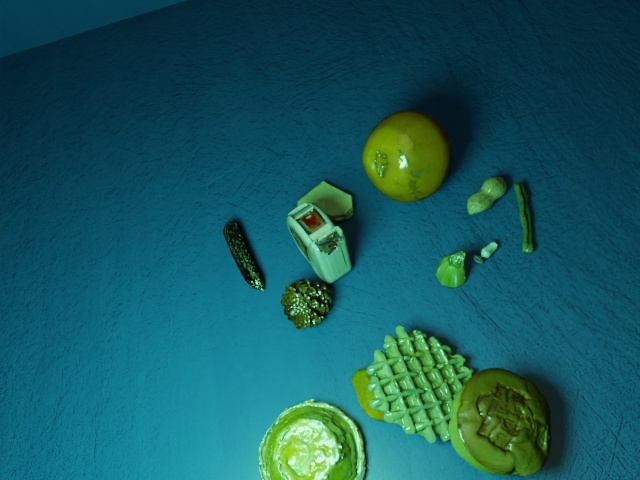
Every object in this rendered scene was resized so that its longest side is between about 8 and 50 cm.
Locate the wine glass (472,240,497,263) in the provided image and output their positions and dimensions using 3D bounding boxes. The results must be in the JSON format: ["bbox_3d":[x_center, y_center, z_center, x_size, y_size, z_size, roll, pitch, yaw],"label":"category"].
[{"bbox_3d":[0.534,0.037,1.773,0.083,0.042,0.039,-40,97,-16],"label":"wine glass"}]

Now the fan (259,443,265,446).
[{"bbox_3d":[-0.089,0.556,1.594,0.193,0.016,0.038,-33,64,-8],"label":"fan"}]

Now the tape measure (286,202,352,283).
[{"bbox_3d":[0.000,0.000,1.774,0.130,0.258,0.265,-34,58,-7],"label":"tape measure"}]

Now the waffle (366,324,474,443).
[{"bbox_3d":[0.282,0.398,1.531,0.309,0.056,0.292,31,58,3],"label":"waffle"}]

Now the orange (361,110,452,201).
[{"bbox_3d":[0.297,-0.283,1.862,0.312,0.312,0.312,-5,58,9],"label":"orange"}]

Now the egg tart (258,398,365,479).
[{"bbox_3d":[-0.028,0.589,1.495,0.315,0.120,0.315,-4,63,8],"label":"egg tart"}]

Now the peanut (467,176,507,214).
[{"bbox_3d":[0.560,-0.152,1.855,0.187,0.082,0.082,-41,60,-15],"label":"peanut"}]

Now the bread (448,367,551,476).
[{"bbox_3d":[0.461,0.473,1.419,0.270,0.148,0.269,5,62,-10],"label":"bread"}]

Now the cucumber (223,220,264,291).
[{"bbox_3d":[-0.263,0.059,1.905,0.072,0.072,0.300,-27,57,-5],"label":"cucumber"}]

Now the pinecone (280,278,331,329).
[{"bbox_3d":[-0.038,0.193,1.732,0.174,0.173,0.173,-5,58,9],"label":"pinecone"}]

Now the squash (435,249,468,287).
[{"bbox_3d":[0.414,0.075,1.716,0.105,0.132,0.105,-4,58,7],"label":"squash"}]

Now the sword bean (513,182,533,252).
[{"bbox_3d":[0.673,-0.076,1.812,0.043,0.038,0.269,1,60,6],"label":"sword bean"}]

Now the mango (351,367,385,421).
[{"bbox_3d":[0.161,0.438,1.575,0.115,0.089,0.165,-27,53,6],"label":"mango"}]

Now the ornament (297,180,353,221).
[{"bbox_3d":[0.017,-0.145,1.985,0.201,0.059,0.180,-6,57,5],"label":"ornament"}]
